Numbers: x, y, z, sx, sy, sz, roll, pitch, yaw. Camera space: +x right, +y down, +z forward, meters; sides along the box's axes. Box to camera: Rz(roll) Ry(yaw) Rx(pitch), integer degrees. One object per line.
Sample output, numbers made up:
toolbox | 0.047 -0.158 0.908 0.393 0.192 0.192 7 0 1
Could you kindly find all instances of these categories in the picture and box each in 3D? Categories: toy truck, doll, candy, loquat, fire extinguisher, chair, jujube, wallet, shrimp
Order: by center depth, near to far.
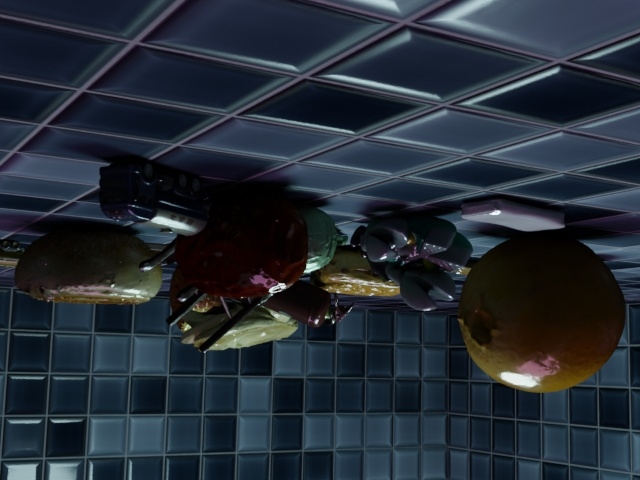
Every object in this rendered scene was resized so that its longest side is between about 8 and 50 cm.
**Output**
toy truck | -0.234 -0.057 1.310 0.074 0.088 0.202 -1 172 27
jujube | -0.126 0.007 1.451 0.174 0.174 0.250 8 167 -40
wallet | 0.324 -0.042 1.524 0.190 0.033 0.095 8 171 -40
doll | 0.160 0.034 1.651 0.195 0.153 0.258 30 163 -6
candy | 0.000 0.000 1.710 0.119 0.119 0.440 0 179 11
chair | -0.152 0.042 1.712 0.319 0.186 0.160 -38 -137 -23
loquat | 0.438 0.144 1.816 0.328 0.328 0.328 1 172 0
toy truck | -0.756 0.031 2.143 0.123 0.063 0.052 5 172 -24
fire extinguisher | -0.084 0.116 2.170 0.341 0.105 0.141 21 140 10
shrimp | 0.372 0.067 2.336 0.180 0.041 0.099 5 -174 -33

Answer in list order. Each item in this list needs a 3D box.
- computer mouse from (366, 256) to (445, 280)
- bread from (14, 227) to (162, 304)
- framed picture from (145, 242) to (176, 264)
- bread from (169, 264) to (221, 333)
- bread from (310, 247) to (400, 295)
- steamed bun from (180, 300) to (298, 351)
computer mouse | 0.182 0.037 1.904 0.172 0.099 0.057 3 -179 4
bread | -0.487 0.056 1.929 0.305 0.158 0.305 2 176 0
framed picture | -0.433 0.032 2.265 0.213 0.016 0.289 6 171 -25
bread | -0.324 0.115 2.395 0.129 0.134 0.260 -12 142 -47
bread | 0.098 0.072 2.184 0.235 0.099 0.210 6 168 -8
steamed bun | -0.175 0.163 2.380 0.247 0.189 0.428 -23 168 29
